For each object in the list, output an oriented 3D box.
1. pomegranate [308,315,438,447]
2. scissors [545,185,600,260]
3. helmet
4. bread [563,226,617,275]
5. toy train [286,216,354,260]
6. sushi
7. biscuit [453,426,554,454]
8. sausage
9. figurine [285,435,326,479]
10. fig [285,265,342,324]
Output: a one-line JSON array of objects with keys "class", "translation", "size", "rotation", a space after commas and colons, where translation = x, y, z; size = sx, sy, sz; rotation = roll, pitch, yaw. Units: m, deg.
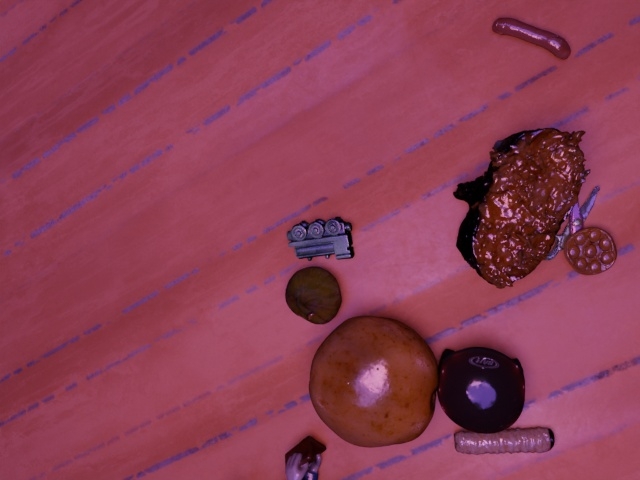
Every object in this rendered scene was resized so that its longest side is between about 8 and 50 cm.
[{"class": "pomegranate", "translation": [0.124, 0.316, 1.102], "size": [0.308, 0.307, 0.307], "rotation": [0, 90, 15]}, {"class": "scissors", "translation": [0.575, -0.036, 1.110], "size": [0.134, 0.020, 0.187], "rotation": [13, 96, 12]}, {"class": "helmet", "translation": [0.355, 0.326, 1.093], "size": [0.190, 0.193, 0.215], "rotation": [6, 133, 16]}, {"class": "bread", "translation": [0.596, 0.024, 1.085], "size": [0.110, 0.024, 0.109], "rotation": [1, 94, 13]}, {"class": "toy train", "translation": [0.000, 0.000, 1.241], "size": [0.171, 0.071, 0.111], "rotation": [-8, 95, 15]}, {"class": "sushi", "translation": [0.409, -0.081, 1.063], "size": [0.235, 0.207, 0.348], "rotation": [22, 100, 10]}, {"class": "biscuit", "translation": [0.420, 0.464, 1.132], "size": [0.219, 0.055, 0.061], "rotation": [-7, 117, 14]}, {"class": "sausage", "translation": [0.486, -0.468, 1.127], "size": [0.186, 0.043, 0.043], "rotation": [28, 97, 13]}, {"class": "figurine", "translation": [-0.032, 0.634, 1.199], "size": [0.339, 0.204, 0.283], "rotation": [19, 76, 16]}, {"class": "fig", "translation": [-0.027, 0.144, 1.156], "size": [0.149, 0.245, 0.149], "rotation": [1, 95, 10]}]
